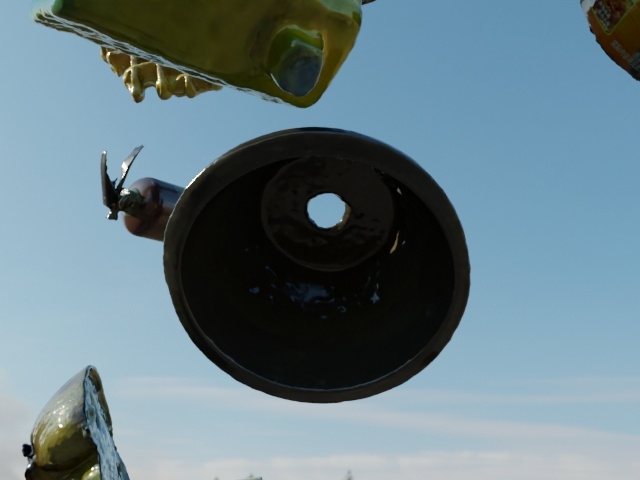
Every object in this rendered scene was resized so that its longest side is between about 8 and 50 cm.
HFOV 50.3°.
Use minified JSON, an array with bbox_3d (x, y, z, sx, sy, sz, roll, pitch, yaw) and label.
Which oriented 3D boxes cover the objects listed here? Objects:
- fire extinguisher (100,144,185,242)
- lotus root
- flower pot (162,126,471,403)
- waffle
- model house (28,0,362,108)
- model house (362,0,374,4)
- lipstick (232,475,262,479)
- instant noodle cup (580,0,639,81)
[{"bbox_3d":[-0.166,-0.042,0.803,0.071,0.099,0.231,23,2,41],"label":"fire extinguisher"},{"bbox_3d":[-0.218,0.221,0.610,0.077,0.183,0.204,-13,-54,-14],"label":"lotus root"},{"bbox_3d":[0.000,0.000,0.646,0.268,0.166,0.269,2,-61,3],"label":"flower pot"},{"bbox_3d":[-0.241,-0.295,1.076,0.219,0.229,0.057,-7,-42,-4],"label":"waffle"},{"bbox_3d":[-0.105,-0.242,0.584,0.237,0.303,0.216,13,-57,-33],"label":"model house"},{"bbox_3d":[-0.028,-0.469,0.946,0.169,0.326,0.244,-9,10,30],"label":"model house"},{"bbox_3d":[-0.098,0.171,0.421,0.129,0.030,0.030,-6,-17,-7],"label":"lipstick"},{"bbox_3d":[0.350,-0.244,0.585,0.230,0.230,0.182,13,-28,-20],"label":"instant noodle cup"}]
